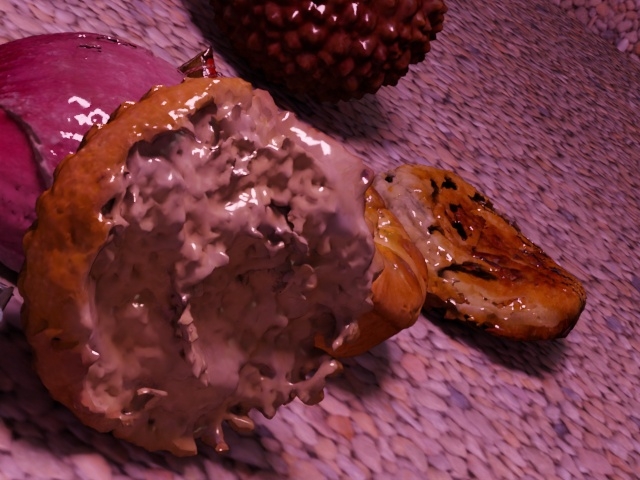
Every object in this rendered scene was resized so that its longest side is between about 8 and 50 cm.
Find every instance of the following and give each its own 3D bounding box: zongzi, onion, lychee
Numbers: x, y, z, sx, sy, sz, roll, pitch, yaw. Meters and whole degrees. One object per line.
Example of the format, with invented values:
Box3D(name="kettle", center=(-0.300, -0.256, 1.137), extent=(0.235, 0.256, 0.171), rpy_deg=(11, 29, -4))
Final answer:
Box3D(name="zongzi", center=(-0.119, -0.152, 1.619), extent=(0.073, 0.067, 0.083), rpy_deg=(29, 39, -53))
Box3D(name="onion", center=(-0.208, -0.088, 1.184), extent=(0.348, 0.159, 0.267), rpy_deg=(21, 25, -39))
Box3D(name="lychee", center=(0.001, -0.322, 1.825), extent=(0.306, 0.306, 0.330), rpy_deg=(22, 55, -36))

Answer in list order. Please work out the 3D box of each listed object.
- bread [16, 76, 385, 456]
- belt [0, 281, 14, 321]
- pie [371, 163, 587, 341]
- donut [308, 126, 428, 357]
Box3D(name="bread", center=(-0.094, 0.016, 1.058), extent=(0.274, 0.274, 0.149), rpy_deg=(20, 0, -38))
Box3D(name="belt", center=(-0.279, 0.040, 0.916), extent=(0.163, 0.082, 0.148), rpy_deg=(30, 12, -13))
Box3D(name="pie", center=(0.167, 0.014, 1.671), extent=(0.308, 0.085, 0.308), rpy_deg=(31, 23, -15))
Box3D(name="donut", center=(-0.001, -0.001, 1.346), extent=(0.226, 0.114, 0.226), rpy_deg=(49, 12, -14))
